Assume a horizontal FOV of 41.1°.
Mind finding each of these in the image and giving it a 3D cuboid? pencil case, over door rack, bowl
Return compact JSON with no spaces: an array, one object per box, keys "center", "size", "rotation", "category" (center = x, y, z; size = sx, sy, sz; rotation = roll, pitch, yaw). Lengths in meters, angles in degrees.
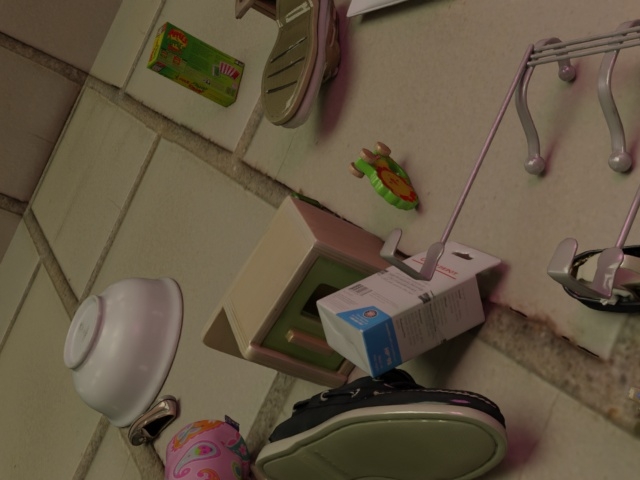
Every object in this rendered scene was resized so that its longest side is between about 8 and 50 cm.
[{"center":[-0.141,0.346,1.052],"size":[0.124,0.124,0.284],"rotation":[-54,18,19],"category":"pencil case"},{"center":[0.234,-0.071,0.783],"size":[0.324,0.108,0.239],"rotation":[-53,25,-19],"category":"over door rack"},{"center":[-0.388,0.188,1.597],"size":[0.298,0.134,0.297],"rotation":[-36,41,40],"category":"bowl"}]

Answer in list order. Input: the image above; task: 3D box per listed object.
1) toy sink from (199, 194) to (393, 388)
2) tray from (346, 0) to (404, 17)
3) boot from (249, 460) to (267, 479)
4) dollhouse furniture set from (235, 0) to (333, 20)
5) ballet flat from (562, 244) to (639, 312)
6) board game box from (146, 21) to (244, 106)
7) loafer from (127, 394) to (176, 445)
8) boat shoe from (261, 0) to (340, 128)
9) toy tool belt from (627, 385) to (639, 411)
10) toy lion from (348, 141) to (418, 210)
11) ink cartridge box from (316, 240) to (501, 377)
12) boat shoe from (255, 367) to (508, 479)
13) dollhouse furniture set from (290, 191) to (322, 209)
[{"center":[-0.023,0.091,1.064],"size":[0.234,0.153,0.131],"rotation":[-56,32,16],"category":"toy sink"},{"center":[0.142,-0.414,1.278],"size":[0.270,0.030,0.145],"rotation":[6,75,59],"category":"tray"},{"center":[-0.065,0.331,1.070],"size":[0.118,0.042,0.087],"rotation":[-2,70,58],"category":"boot"},{"center":[-0.066,-0.477,1.555],"size":[0.129,0.129,0.183],"rotation":[-37,42,40],"category":"dollhouse furniture set"},{"center":[0.282,0.029,0.702],"size":[0.203,0.074,0.074],"rotation":[-7,63,56],"category":"ballet flat"},{"center":[-0.247,-0.348,1.700],"size":[0.043,0.181,0.092],"rotation":[-20,53,52],"category":"board game box"},{"center":[-0.284,0.311,1.434],"size":[0.125,0.045,0.039],"rotation":[-48,41,23],"category":"loafer"},{"center":[-0.017,-0.300,1.379],"size":[0.113,0.103,0.302],"rotation":[-16,55,38],"category":"boat shoe"},{"center":[0.281,0.108,0.666],"size":[0.083,0.052,0.051],"rotation":[-55,40,18],"category":"toy tool belt"},{"center":[0.087,-0.078,1.083],"size":[0.034,0.096,0.100],"rotation":[-50,-7,25],"category":"toy lion"},{"center":[0.101,0.069,0.916],"size":[0.104,0.180,0.060],"rotation":[27,136,60],"category":"ink cartridge box"},{"center":[0.063,0.189,0.892],"size":[0.340,0.127,0.113],"rotation":[-35,21,49],"category":"boat shoe"},{"center":[0.000,0.000,1.220],"size":[0.076,0.059,0.151],"rotation":[-48,53,16],"category":"dollhouse furniture set"}]
